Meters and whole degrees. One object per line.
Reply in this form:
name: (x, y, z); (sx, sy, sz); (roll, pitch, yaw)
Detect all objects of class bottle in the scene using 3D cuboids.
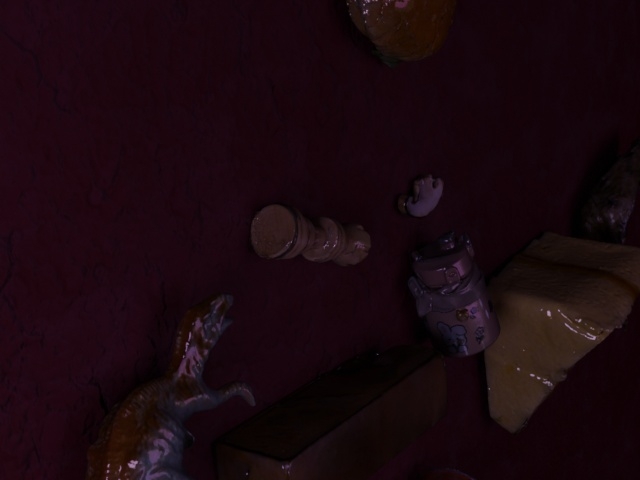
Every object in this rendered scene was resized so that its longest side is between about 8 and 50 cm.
bottle: (0.159, 0.062, 1.258); (0.099, 0.099, 0.152); (-44, 123, -40)

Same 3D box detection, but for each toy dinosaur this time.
toy dinosaur: (-0.145, 0.243, 0.870); (0.393, 0.092, 0.205); (-57, 137, -28)

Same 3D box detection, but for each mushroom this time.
mushroom: (0.124, -0.054, 1.241); (0.101, 0.019, 0.049); (-27, 119, -51)

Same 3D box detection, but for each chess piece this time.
chess piece: (0.000, -0.001, 1.054); (0.172, 0.060, 0.060); (11, 87, -56)

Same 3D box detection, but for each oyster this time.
oyster: (0.485, -0.056, 1.697); (0.166, 0.094, 0.294); (81, 25, -51)

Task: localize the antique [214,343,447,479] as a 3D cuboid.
antique: (0.025, 0.200, 1.090); (0.310, 0.093, 0.087); (-25, 116, -49)

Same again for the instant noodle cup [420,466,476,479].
instant noodle cup: (0.151, 0.368, 1.286); (0.136, 0.127, 0.127); (-63, 141, -37)

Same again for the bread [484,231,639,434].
bread: (0.368, 0.145, 1.482); (0.263, 0.198, 0.236); (-33, 129, -48)

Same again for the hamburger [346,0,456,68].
hamburger: (0.097, -0.240, 1.110); (0.176, 0.087, 0.102); (-14, 107, -55)
